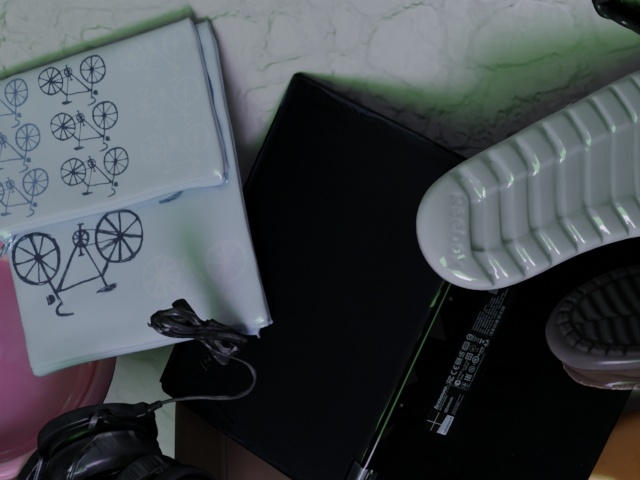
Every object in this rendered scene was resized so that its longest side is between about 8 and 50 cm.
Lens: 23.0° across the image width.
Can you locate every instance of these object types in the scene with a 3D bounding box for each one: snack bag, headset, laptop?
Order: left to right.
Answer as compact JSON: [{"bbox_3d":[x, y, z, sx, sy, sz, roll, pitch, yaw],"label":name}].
[{"bbox_3d":[-0.228,-0.036,1.697,0.323,0.037,0.342,-13,87,24],"label":"snack bag"},{"bbox_3d":[-0.211,0.246,1.622,0.394,0.243,0.185,-54,141,4],"label":"headset"},{"bbox_3d":[0.107,0.089,1.671,0.408,0.236,0.382,20,101,-24],"label":"laptop"}]

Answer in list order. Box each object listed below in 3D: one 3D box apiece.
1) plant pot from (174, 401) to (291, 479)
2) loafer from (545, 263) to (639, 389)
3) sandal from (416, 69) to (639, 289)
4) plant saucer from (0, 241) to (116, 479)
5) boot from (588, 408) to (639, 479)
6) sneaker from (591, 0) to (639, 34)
[{"bbox_3d":[-0.054,0.286,1.832,0.229,0.263,0.263,0,123,-5],"label":"plant pot"},{"bbox_3d":[0.404,0.105,1.568,0.366,0.134,0.130,-4,132,-6],"label":"loafer"},{"bbox_3d":[0.282,-0.070,1.514,0.416,0.102,0.169,-15,88,-8],"label":"sandal"},{"bbox_3d":[-0.399,0.127,1.804,0.332,0.332,0.084,22,157,3],"label":"plant saucer"},{"bbox_3d":[0.340,0.213,1.710,0.220,0.109,0.283,-44,76,10],"label":"boot"},{"bbox_3d":[0.336,-0.210,1.479,0.178,0.077,0.072,11,125,10],"label":"sneaker"}]
